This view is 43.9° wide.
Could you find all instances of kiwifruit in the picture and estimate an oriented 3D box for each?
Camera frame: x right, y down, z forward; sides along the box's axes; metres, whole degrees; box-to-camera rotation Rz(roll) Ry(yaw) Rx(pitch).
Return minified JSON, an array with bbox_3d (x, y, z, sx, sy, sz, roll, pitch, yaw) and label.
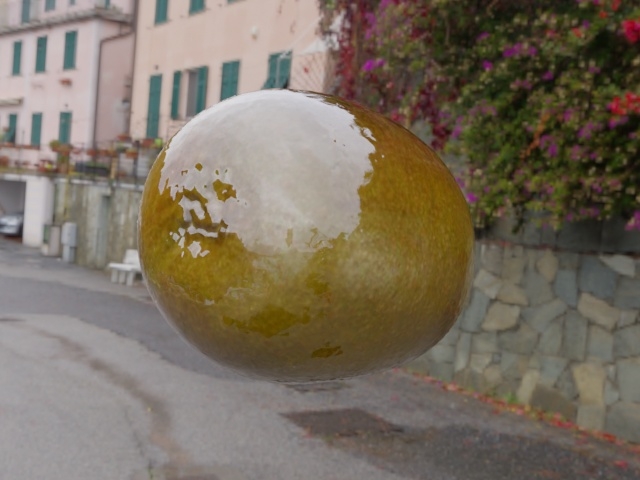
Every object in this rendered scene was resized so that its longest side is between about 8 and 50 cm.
[{"bbox_3d":[0.000,0.000,0.529,0.196,0.195,0.234,7,4,36],"label":"kiwifruit"}]
